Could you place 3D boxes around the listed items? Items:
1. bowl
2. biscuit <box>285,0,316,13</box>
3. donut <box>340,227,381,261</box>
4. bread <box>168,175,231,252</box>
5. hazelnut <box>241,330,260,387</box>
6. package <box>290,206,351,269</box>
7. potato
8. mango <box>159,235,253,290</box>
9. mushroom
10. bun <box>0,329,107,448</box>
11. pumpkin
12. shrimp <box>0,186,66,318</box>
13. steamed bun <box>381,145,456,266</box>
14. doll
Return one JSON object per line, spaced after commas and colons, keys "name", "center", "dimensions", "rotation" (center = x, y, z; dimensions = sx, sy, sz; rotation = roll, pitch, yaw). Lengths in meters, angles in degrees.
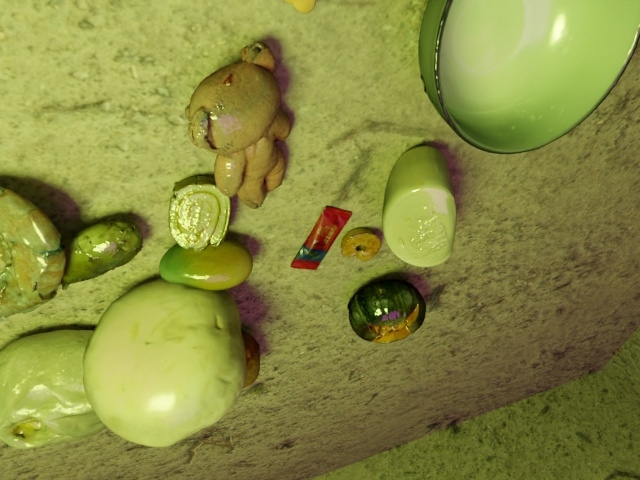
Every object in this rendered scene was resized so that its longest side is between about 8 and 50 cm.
{"name": "bowl", "center": [0.309, -0.340, 0.667], "dimensions": [0.355, 0.185, 0.353], "rotation": [-8, 124, -12]}
{"name": "biscuit", "center": [-0.015, -0.442, 0.511], "dimensions": [0.160, 0.030, 0.249], "rotation": [26, 130, -24]}
{"name": "donut", "center": [0.104, 0.007, 1.047], "dimensions": [0.108, 0.043, 0.097], "rotation": [19, 123, -35]}
{"name": "bread", "center": [-0.239, -0.050, 0.804], "dimensions": [0.118, 0.064, 0.156], "rotation": [9, 109, -16]}
{"name": "hazelnut", "center": [-0.260, 0.344, 1.136], "dimensions": [0.182, 0.182, 0.182], "rotation": [-12, 136, -12]}
{"name": "package", "center": [0.000, 0.000, 1.012], "dimensions": [0.083, 0.022, 0.200], "rotation": [11, 126, -31]}
{"name": "potato", "center": [-0.453, 0.028, 0.791], "dimensions": [0.226, 0.090, 0.117], "rotation": [-26, 156, 11]}
{"name": "mango", "center": [-0.246, 0.049, 0.876], "dimensions": [0.195, 0.129, 0.092], "rotation": [-11, 161, -18]}
{"name": "mushroom", "center": [-0.307, 0.252, 0.901], "dimensions": [0.353, 0.353, 0.324], "rotation": [32, 93, -42]}
{"name": "bun", "center": [-0.619, 0.372, 0.972], "dimensions": [0.366, 0.219, 0.364], "rotation": [-12, 139, -10]}
{"name": "pumpkin", "center": [0.192, 0.205, 1.197], "dimensions": [0.239, 0.159, 0.237], "rotation": [-6, 142, -5]}
{"name": "shrimp", "center": [-0.593, 0.039, 0.719], "dimensions": [0.247, 0.085, 0.360], "rotation": [44, 117, -12]}
{"name": "steamed bun", "center": [0.218, -0.073, 0.912], "dimensions": [0.155, 0.199, 0.249], "rotation": [-1, 135, 11]}
{"name": "doll", "center": [-0.148, -0.178, 0.714], "dimensions": [0.201, 0.156, 0.303], "rotation": [-57, 166, -23]}
